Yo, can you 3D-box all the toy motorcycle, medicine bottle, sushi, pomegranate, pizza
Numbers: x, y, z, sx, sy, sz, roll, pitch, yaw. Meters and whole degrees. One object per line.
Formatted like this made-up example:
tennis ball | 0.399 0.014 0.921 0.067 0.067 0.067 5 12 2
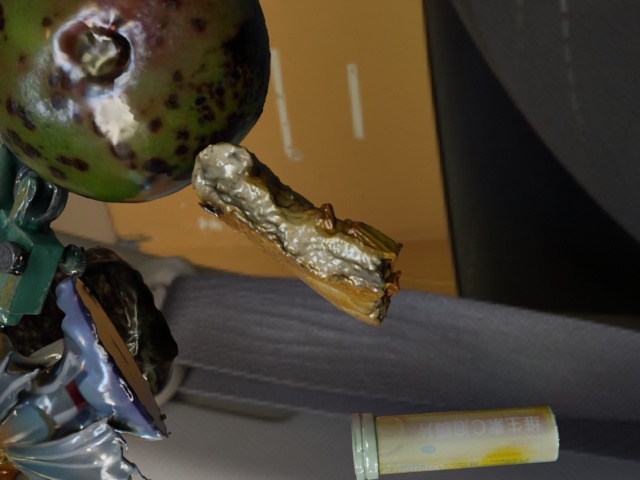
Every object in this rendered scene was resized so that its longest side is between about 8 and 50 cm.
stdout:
toy motorcycle | -0.397 0.023 1.202 0.109 0.198 0.296 8 -72 -56
medicine bottle | 0.144 0.217 1.060 0.074 0.218 0.073 -5 -90 -89
sushi | -0.405 0.179 1.502 0.281 0.294 0.299 55 152 15
pomegranate | -0.173 -0.157 0.841 0.306 0.242 0.242 -148 51 -64
pizza | 0.000 0.000 0.633 0.182 0.062 0.161 40 178 -36

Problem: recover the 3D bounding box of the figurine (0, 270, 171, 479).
figurine | -0.343 0.217 0.890 0.276 0.388 0.248 64 172 -13
